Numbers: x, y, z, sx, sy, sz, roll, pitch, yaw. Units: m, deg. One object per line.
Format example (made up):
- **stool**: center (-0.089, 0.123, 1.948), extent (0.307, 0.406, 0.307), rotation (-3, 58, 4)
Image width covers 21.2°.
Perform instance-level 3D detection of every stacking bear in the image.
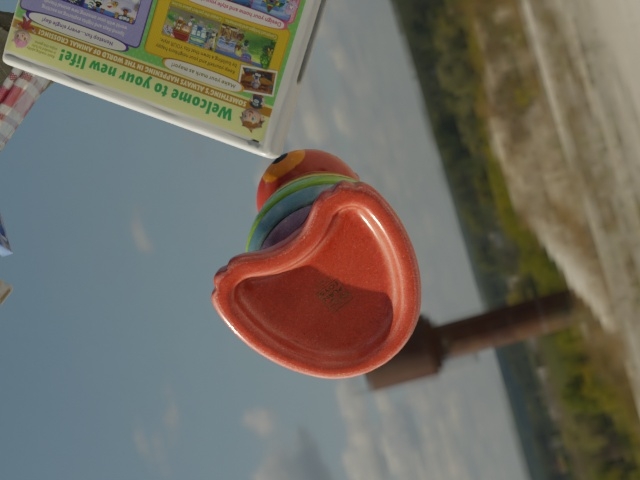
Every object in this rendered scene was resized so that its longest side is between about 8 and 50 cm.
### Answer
- **stacking bear**: center (0.000, 0.000, 1.603), extent (0.164, 0.175, 0.289), rotation (51, -171, -19)

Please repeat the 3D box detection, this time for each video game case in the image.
- **video game case**: center (-0.092, -0.177, 1.109), extent (0.023, 0.212, 0.193), rotation (-3, -68, -68)

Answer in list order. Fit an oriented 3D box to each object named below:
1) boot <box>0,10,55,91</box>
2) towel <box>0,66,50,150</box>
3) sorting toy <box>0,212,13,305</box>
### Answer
- **boot**: center (-0.389, -0.184, 1.717), extent (0.161, 0.246, 0.083), rotation (-49, -26, -35)
- **towel**: center (-0.240, -0.143, 1.408), extent (0.029, 0.197, 0.144), rotation (35, 176, -6)
- **sorting toy**: center (-0.321, -0.032, 1.447), extent (0.348, 0.047, 0.196), rotation (-131, 22, -83)
